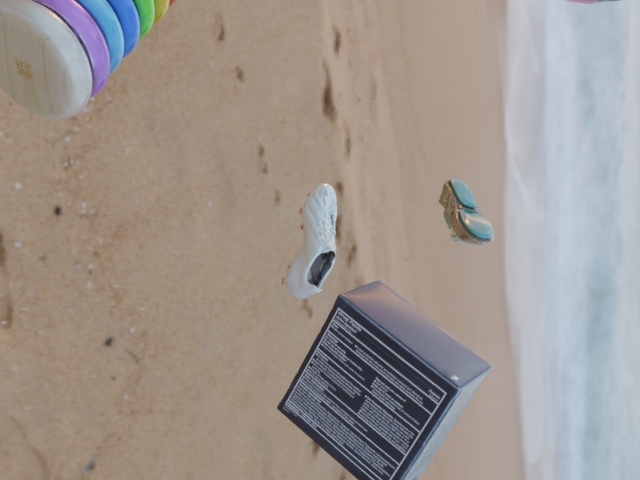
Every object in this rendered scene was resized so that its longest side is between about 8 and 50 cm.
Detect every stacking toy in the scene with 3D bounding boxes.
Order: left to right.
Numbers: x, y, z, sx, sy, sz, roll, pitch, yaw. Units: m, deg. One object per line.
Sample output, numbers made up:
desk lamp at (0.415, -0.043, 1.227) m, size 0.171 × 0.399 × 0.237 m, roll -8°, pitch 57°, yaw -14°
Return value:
stacking toy at (-0.236, -0.281, 1.053) m, size 0.330 × 0.141 × 0.141 m, roll -52°, pitch 139°, yaw -41°

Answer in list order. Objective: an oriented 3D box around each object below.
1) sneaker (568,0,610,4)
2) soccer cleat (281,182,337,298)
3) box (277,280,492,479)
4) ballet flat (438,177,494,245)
sneaker at (0.407, -0.338, 1.045) m, size 0.131 × 0.319 × 0.112 m, roll -27°, pitch 99°, yaw -28°
soccer cleat at (0.000, 0.000, 1.399) m, size 0.068 × 0.076 × 0.196 m, roll 33°, pitch 64°, yaw -39°
box at (0.124, 0.287, 1.757) m, size 0.182 × 0.296 × 0.294 m, roll -16°, pitch 139°, yaw -57°
ballet flat at (0.256, -0.034, 1.602) m, size 0.206 × 0.073 × 0.067 m, roll -96°, pitch -153°, yaw -57°
